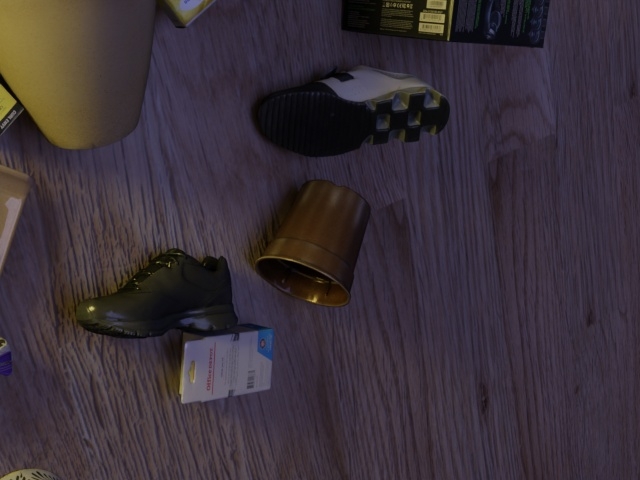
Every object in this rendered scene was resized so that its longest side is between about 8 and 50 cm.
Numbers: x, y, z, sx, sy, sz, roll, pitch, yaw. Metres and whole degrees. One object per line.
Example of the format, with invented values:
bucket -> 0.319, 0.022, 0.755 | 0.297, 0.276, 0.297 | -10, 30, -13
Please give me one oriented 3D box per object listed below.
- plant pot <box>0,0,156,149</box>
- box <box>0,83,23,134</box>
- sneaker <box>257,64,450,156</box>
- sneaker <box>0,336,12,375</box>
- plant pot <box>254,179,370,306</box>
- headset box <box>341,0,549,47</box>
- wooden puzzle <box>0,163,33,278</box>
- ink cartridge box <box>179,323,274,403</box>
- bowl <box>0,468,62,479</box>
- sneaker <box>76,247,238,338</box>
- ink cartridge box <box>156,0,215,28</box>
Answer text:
plant pot -> -0.316, -0.263, 1.274 | 0.256, 0.257, 0.273 | -34, 136, -35
box -> -0.471, -0.221, 1.216 | 0.232, 0.087, 0.058 | 51, 61, -35
sneaker -> 0.040, -0.228, 1.702 | 0.331, 0.146, 0.122 | -4, 127, -22
sneaker -> -0.469, 0.189, 1.303 | 0.170, 0.068, 0.071 | -29, 122, -38
plant pot -> 0.000, 0.000, 1.665 | 0.167, 0.167, 0.165 | 43, 61, -40
headset box -> 0.224, -0.409, 1.736 | 0.283, 0.246, 0.131 | -6, 107, -42
wooden puzzle -> -0.495, -0.003, 1.265 | 0.221, 0.044, 0.238 | 22, 86, -44
ink cartridge box -> -0.162, 0.193, 1.601 | 0.180, 0.060, 0.104 | -2, 99, -44
bowl -> -0.397, 0.409, 1.399 | 0.170, 0.080, 0.170 | -9, 103, -44
sneaker -> -0.241, 0.077, 1.490 | 0.286, 0.109, 0.130 | -2, 93, -53
ink cartridge box -> -0.178, -0.509, 1.390 | 0.303, 0.072, 0.307 | -45, 121, -11
